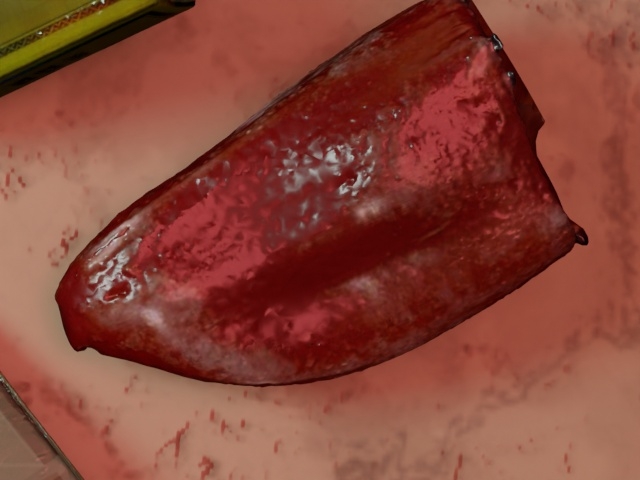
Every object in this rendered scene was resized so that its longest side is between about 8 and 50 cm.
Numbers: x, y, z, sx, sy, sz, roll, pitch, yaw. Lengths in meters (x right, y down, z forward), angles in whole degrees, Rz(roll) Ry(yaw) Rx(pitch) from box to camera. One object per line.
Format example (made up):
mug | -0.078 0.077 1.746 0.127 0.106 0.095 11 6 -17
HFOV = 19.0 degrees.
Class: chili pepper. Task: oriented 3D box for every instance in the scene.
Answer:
chili pepper | 0.000 0.000 0.909 0.253 0.136 0.144 -30 137 -6

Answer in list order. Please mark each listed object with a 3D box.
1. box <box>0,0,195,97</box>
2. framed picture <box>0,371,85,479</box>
box | -0.165 -0.178 0.864 0.141 0.064 0.220 -24 89 15
framed picture | -0.193 0.106 0.860 0.136 0.010 0.201 -37 81 -15
